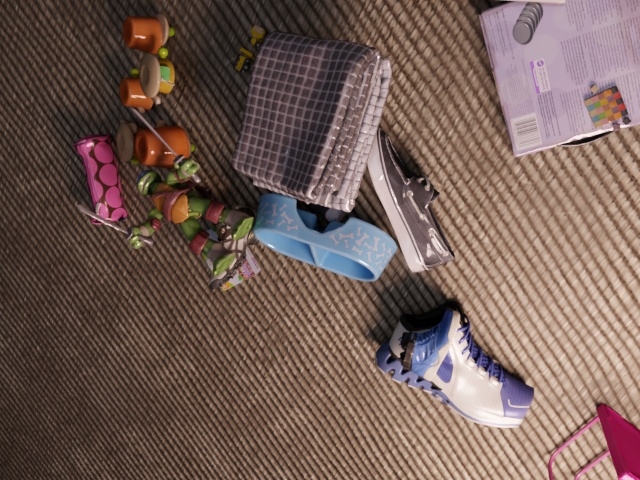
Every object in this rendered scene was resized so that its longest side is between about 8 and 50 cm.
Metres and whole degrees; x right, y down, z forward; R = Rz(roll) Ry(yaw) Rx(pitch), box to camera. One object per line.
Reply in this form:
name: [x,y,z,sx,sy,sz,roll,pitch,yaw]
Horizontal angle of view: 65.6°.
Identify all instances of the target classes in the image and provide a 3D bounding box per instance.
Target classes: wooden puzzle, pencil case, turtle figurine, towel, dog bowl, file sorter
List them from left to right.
pencil case: [-0.518,-0.142,1.167,0.095,0.098,0.209,-5,103,20]
turtle figurine: [-0.284,-0.055,0.952,0.266,0.274,0.197,33,74,8]
towel: [-0.027,-0.212,0.878,0.235,0.121,0.283,22,99,31]
dog bowl: [0.000,0.000,0.991,0.297,0.166,0.074,18,71,12]
wooden puzzle: [0.457,-0.213,0.796,0.049,0.006,0.083,-24,98,23]
file sorter: [0.600,0.502,0.921,0.291,0.202,0.182,36,115,6]

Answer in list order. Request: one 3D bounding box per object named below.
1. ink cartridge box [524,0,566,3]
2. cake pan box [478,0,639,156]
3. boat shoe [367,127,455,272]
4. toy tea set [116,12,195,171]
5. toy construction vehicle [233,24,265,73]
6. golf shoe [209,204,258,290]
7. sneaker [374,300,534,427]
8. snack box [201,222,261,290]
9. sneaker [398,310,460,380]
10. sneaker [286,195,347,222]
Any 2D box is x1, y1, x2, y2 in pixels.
ink cartridge box: [0.250,-0.498,0.758,0.289,0.121,0.211,14,96,20]
cake pan box: [0.419,-0.289,0.825,0.246,0.070,0.266,-15,100,24]
boat shoe: [0.174,-0.084,0.946,0.102,0.108,0.301,-19,101,23]
toy tea set: [-0.344,-0.307,1.074,0.200,0.124,0.335,33,120,39]
toy construction vehicle: [-0.120,-0.375,1.004,0.086,0.035,0.098,34,111,19]
golf shoe: [-0.197,0.014,1.077,0.094,0.077,0.198,33,74,-4]
sneaker: [0.277,0.229,0.990,0.316,0.127,0.182,21,113,14]
snack box: [-0.215,0.033,1.148,0.100,0.037,0.141,-28,95,24]
sneaker: [0.196,0.185,0.927,0.085,0.058,0.152,24,117,11]
sneaker: [0.004,-0.176,0.979,0.153,0.101,0.268,18,109,15]
